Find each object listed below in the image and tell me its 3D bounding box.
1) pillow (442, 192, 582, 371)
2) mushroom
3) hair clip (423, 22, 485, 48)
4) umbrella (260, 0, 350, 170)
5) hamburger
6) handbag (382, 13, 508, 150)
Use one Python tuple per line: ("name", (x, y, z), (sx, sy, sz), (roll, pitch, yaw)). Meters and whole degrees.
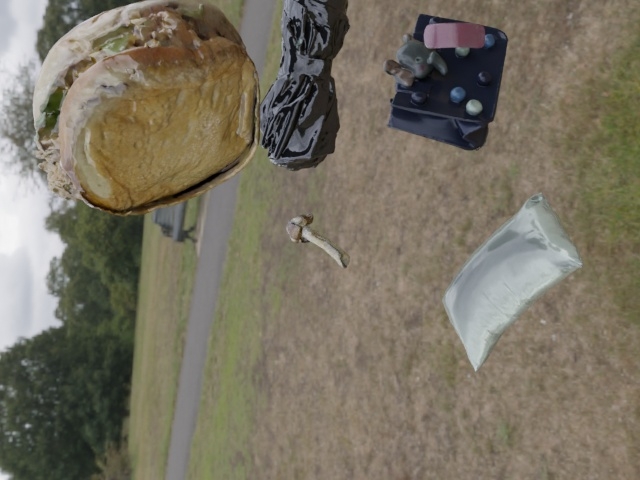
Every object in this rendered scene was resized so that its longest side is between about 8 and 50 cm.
("pillow", (0.264, 0.063, 0.939), (0.254, 0.078, 0.144), (-57, 38, 37))
("mushroom", (0.000, 0.000, 1.278), (0.187, 0.060, 0.061), (32, 125, 43))
("hair clip", (0.298, -0.452, 1.443), (0.022, 0.137, 0.054), (-103, 12, -83))
("umbrella", (-0.016, -0.254, 0.830), (0.118, 0.118, 0.339), (-121, 33, -62))
("hamburger", (-0.192, -0.135, 0.733), (0.286, 0.243, 0.146), (-47, 56, 15))
("handbag", (0.280, -0.383, 1.504), (0.118, 0.269, 0.325), (99, -173, -58))
